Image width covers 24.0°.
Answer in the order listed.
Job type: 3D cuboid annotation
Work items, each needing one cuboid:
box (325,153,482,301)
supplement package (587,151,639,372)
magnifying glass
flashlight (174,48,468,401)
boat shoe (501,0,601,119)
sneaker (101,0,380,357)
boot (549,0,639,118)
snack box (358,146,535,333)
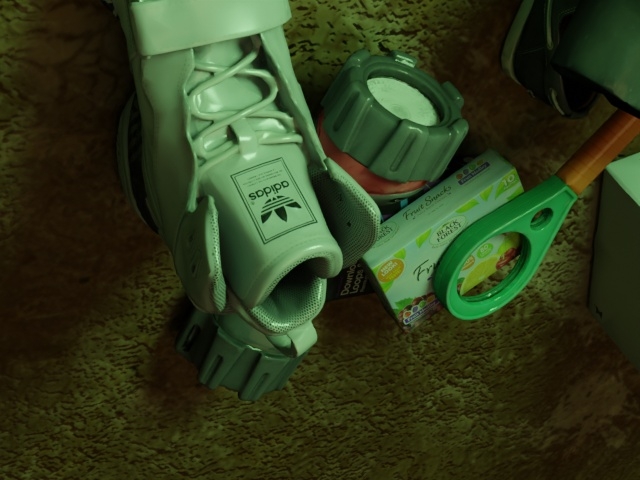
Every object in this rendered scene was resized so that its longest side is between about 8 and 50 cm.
[{"bbox_3d":[0.064,-0.009,1.244,0.162,0.029,0.116,-9,133,-26],"label":"box"},{"bbox_3d":[0.412,0.017,1.372,0.262,0.198,0.199,-21,138,-16],"label":"supplement package"},{"bbox_3d":[0.182,-0.026,1.215,0.231,0.026,0.092,-48,139,5],"label":"magnifying glass"},{"bbox_3d":[0.000,0.000,1.135,0.103,0.103,0.304,-9,140,-41],"label":"flashlight"},{"bbox_3d":[0.205,-0.200,1.120,0.084,0.079,0.233,-8,131,-26],"label":"boat shoe"},{"bbox_3d":[-0.051,-0.097,0.943,0.137,0.210,0.366,-18,137,-19],"label":"sneaker"},{"bbox_3d":[0.275,-0.294,0.977,0.367,0.146,0.445,20,108,-44],"label":"boot"},{"bbox_3d":[0.104,0.001,1.228,0.141,0.037,0.100,-35,138,-5],"label":"snack box"}]
